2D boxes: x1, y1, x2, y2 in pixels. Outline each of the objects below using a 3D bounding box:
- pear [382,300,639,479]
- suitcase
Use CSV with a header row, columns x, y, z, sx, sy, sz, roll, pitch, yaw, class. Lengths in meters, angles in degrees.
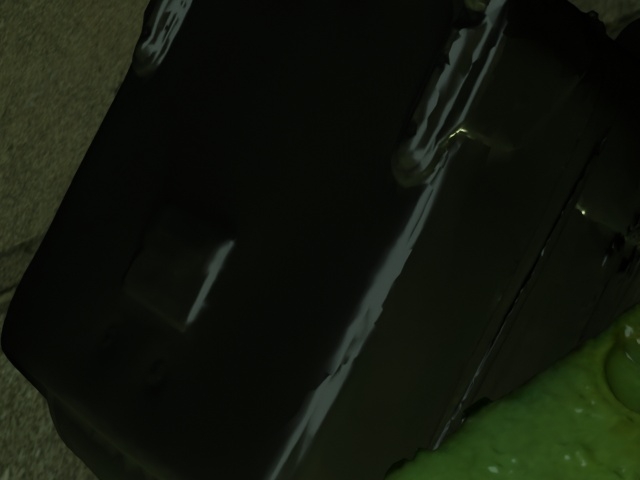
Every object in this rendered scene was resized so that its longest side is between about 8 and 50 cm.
x,y,z,sx,sy,sz,roll,pitch,yaw,class
0.190,0.120,0.683,0.292,0.159,0.292,-10,41,9,pear
0.000,0.000,1.020,0.345,0.188,0.339,27,88,55,suitcase
